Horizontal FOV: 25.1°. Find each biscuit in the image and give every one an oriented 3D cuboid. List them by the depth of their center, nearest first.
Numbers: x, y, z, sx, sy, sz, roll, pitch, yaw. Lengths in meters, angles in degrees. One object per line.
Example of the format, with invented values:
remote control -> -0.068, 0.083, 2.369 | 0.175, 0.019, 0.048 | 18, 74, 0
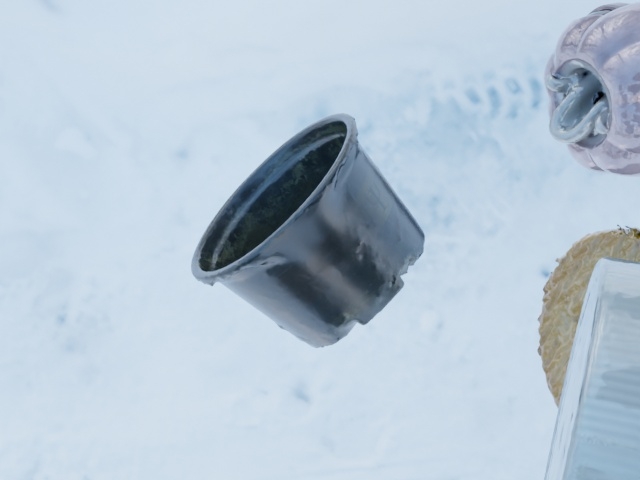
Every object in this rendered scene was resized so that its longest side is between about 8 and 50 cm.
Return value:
biscuit -> 0.316, 0.109, 1.495 | 0.254, 0.035, 0.254 | 12, 104, 57

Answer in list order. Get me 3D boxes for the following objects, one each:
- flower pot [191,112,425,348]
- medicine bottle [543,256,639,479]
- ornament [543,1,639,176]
flower pot -> 0.000, 0.000, 1.017 | 0.157, 0.107, 0.157 | -41, 20, 19
medicine bottle -> 0.275, 0.136, 0.748 | 0.306, 0.245, 0.245 | 11, 75, 8
ornament -> 0.300, -0.148, 1.418 | 0.177, 0.177, 0.177 | -11, 66, 25
